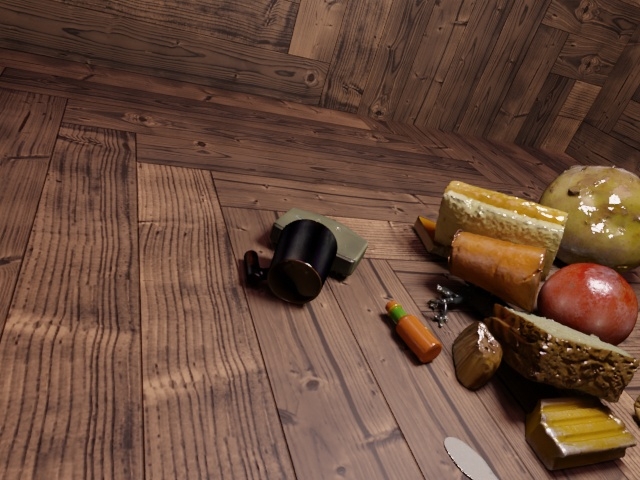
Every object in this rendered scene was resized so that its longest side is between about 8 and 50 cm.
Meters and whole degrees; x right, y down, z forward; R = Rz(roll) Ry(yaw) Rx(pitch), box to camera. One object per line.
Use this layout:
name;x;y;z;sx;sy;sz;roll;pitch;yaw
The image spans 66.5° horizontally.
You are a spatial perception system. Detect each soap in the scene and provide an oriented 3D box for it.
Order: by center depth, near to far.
soap;0.572;0.426;1.100;0.232;0.073;0.140;3;32;-24

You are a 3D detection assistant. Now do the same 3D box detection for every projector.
projector;0.000;0.000;1.472;0.270;0.088;0.193;25;30;10

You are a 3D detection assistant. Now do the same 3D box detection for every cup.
cup;-0.080;0.072;1.300;0.166;0.239;0.177;54;27;-23

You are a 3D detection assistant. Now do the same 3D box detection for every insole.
insole;0.323;0.468;0.964;0.065;0.004;0.197;-10;41;-40

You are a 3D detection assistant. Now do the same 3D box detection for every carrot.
carrot;0.502;0.082;1.405;0.254;0.195;0.196;16;27;27

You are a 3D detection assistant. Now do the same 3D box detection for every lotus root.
lotus root;0.394;0.285;1.205;0.095;0.135;0.159;16;43;-7

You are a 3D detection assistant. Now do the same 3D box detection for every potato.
potato;1.046;-0.053;1.858;0.442;0.385;0.319;21;43;27

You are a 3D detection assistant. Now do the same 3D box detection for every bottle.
bottle;0.229;0.225;1.249;0.069;0.069;0.187;-4;38;-33

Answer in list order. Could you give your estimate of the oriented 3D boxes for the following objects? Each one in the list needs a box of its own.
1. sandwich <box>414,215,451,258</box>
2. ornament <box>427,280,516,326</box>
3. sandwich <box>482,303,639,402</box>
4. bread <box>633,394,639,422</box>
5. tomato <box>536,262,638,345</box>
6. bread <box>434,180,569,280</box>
sandwich;0.408;-0.003;1.731;0.193;0.058;0.162;29;32;13
ornament;0.419;0.196;1.395;0.236;0.080;0.202;-4;34;-38
sandwich;0.600;0.283;1.213;0.326;0.131;0.262;16;5;-12
bread;0.868;0.458;1.149;0.107;0.136;0.241;13;31;-13
tomato;0.791;0.186;1.445;0.265;0.264;0.265;14;30;-8
bread;0.554;-0.028;1.542;0.376;0.236;0.165;22;47;23
